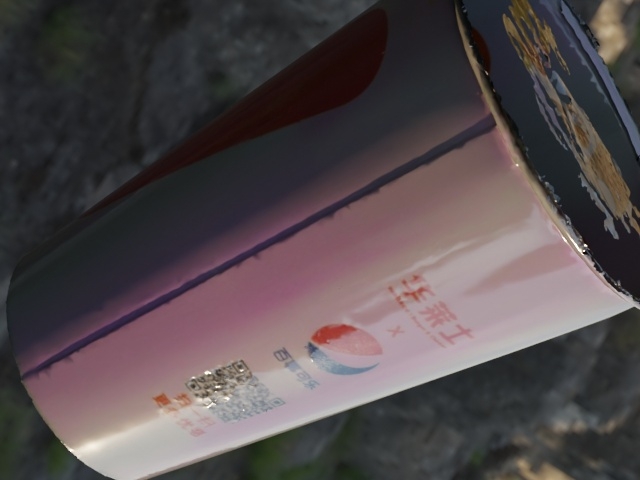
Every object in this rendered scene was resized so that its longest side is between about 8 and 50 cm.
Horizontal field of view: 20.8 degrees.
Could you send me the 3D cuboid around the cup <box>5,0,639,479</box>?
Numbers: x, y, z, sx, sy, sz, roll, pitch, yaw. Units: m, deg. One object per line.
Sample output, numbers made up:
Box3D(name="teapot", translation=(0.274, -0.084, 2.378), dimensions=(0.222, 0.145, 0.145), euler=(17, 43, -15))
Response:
Box3D(name="cup", translation=(0.000, 0.000, 0.834), dimensions=(0.288, 0.203, 0.203), euler=(-28, -178, 24))
